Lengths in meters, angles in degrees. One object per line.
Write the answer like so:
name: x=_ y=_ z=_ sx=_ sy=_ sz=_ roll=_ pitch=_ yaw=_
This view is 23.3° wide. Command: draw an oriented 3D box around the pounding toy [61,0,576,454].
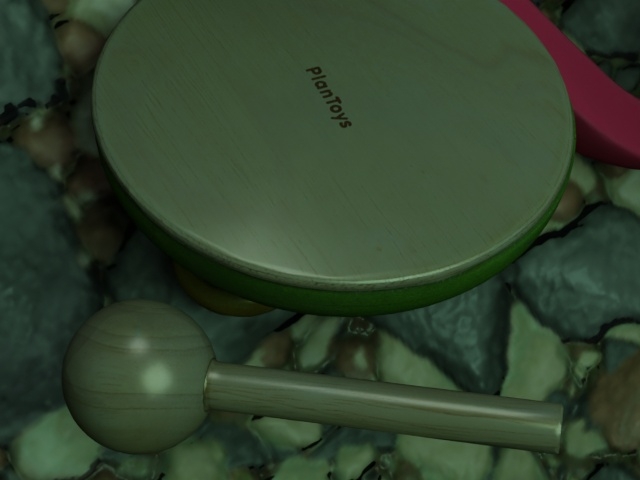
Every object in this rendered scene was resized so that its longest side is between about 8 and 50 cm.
pounding toy: x=0.000 y=0.000 z=0.605 sx=0.183 sy=0.110 sz=0.236 roll=6 pitch=50 yaw=-1

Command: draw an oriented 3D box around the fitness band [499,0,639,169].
fitness band: x=0.130 y=-0.161 z=0.713 sx=0.291 sy=0.054 sz=0.209 roll=39 pitch=77 yaw=-24
